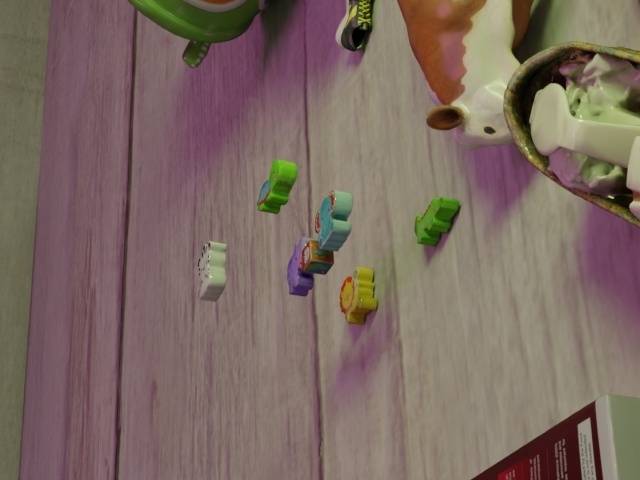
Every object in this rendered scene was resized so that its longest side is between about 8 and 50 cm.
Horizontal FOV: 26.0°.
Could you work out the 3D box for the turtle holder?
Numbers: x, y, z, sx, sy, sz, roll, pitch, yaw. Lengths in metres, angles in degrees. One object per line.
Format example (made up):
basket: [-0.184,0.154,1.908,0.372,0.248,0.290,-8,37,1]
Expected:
turtle holder: [-0.131,-0.394,1.741,0.227,0.243,0.320,-45,-3,33]

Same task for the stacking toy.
stacking toy: [0.000,0.000,1.241,0.221,0.167,0.052,127,146,-52]

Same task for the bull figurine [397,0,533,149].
bull figurine: [0.123,-0.213,1.122,0.188,0.101,0.310,-62,29,30]

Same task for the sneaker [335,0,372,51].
sneaker: [0.043,-0.234,1.441,0.035,0.031,0.083,44,126,50]

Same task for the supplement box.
supplement box: [0.151,0.202,0.885,0.239,0.073,0.130,133,143,-53]

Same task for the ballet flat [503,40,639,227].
ballet flat: [0.206,-0.048,0.803,0.348,0.123,0.123,-136,59,-65]
